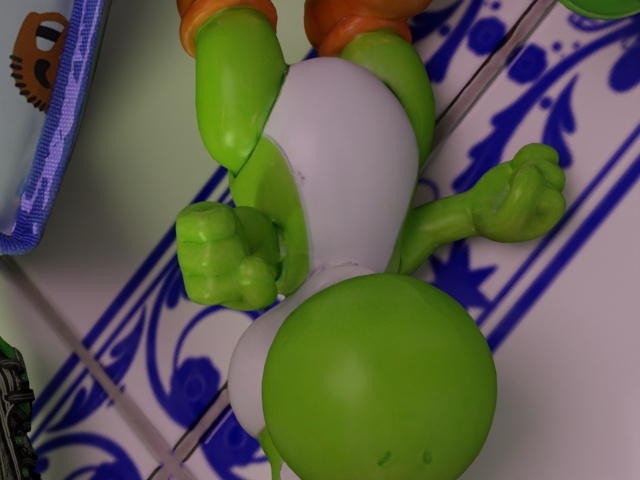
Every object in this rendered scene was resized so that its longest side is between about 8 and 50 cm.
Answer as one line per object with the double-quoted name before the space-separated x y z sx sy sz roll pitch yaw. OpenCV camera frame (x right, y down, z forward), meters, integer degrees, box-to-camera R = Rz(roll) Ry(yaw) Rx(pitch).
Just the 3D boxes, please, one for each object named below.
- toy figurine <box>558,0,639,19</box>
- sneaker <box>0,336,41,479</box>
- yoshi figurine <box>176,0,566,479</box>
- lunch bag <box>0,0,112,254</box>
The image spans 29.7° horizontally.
"toy figurine" 0.126 -0.188 0.665 0.159 0.173 0.130 28 98 54
"sneaker" -0.216 0.131 0.739 0.343 0.134 0.146 42 61 14
"yoshi figurine" 0.018 -0.009 0.628 0.203 0.203 0.362 -13 70 20
"lunch bag" -0.226 -0.184 0.737 0.328 0.239 0.385 169 114 -69
